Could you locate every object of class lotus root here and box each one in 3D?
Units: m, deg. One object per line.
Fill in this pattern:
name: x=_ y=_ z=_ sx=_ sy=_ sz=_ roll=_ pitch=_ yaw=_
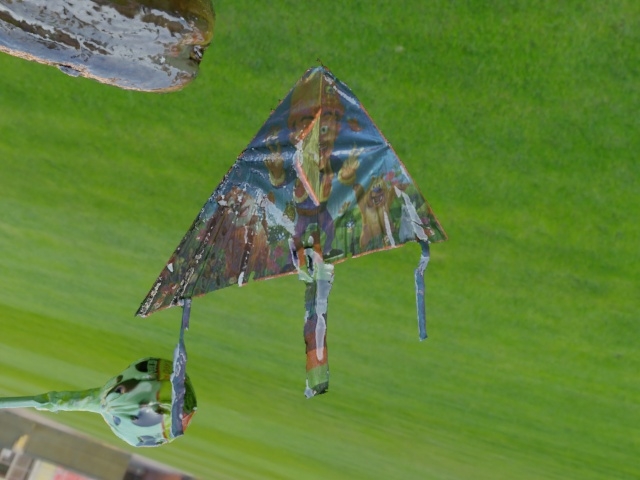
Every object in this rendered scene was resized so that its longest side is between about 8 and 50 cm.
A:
lotus root: x=-0.247 y=-0.257 z=0.874 sx=0.330 sy=0.167 sz=0.078 roll=4 pitch=-167 yaw=-43

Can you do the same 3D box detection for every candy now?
candy: x=-0.280 y=0.171 z=0.807 sx=0.306 sy=0.091 sz=0.083 roll=-1 pitch=161 yaw=-10

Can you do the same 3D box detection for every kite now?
kite: x=0.000 y=0.000 z=0.356 sx=0.183 sy=0.160 sz=0.010 roll=-13 pitch=-157 yaw=-38
